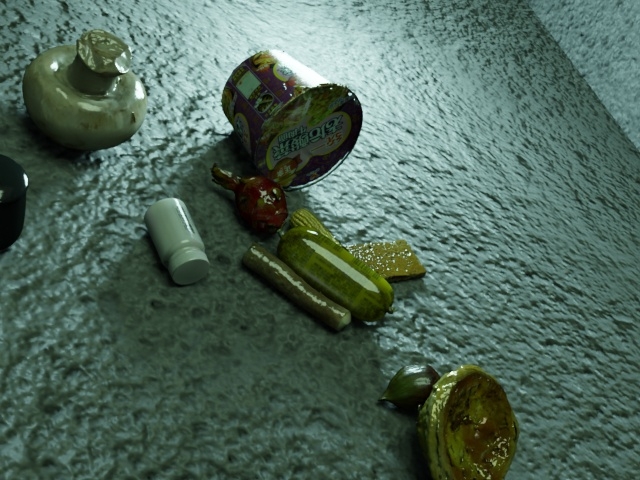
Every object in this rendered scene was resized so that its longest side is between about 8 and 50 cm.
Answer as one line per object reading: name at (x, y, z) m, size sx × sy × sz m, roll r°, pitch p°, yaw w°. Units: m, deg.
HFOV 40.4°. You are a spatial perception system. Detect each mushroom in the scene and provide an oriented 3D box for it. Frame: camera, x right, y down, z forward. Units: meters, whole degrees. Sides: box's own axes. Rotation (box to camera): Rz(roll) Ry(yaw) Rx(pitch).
mushroom at (-0.549, -0.373, 2.071) m, size 0.298 × 0.290 × 0.297 m, roll 18°, pitch 41°, yaw -16°

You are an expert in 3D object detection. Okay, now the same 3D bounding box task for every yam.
yam at (-0.056, 0.111, 2.041) m, size 0.300 × 0.066 × 0.066 m, roll 36°, pitch 39°, yaw 7°

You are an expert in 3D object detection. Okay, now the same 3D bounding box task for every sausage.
sausage at (0.033, 0.079, 2.084) m, size 0.347 × 0.123 × 0.123 m, roll 36°, pitch 39°, yaw 7°

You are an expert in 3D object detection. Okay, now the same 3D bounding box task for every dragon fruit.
dragon fruit at (-0.180, -0.116, 2.166) m, size 0.246 × 0.125 × 0.125 m, roll 32°, pitch 41°, yaw 13°

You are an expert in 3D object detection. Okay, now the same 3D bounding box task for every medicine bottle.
medicine bottle at (-0.323, 0.001, 1.960) m, size 0.103 × 0.102 × 0.186 m, roll -4°, pitch 50°, yaw -35°

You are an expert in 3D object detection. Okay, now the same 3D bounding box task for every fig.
fig at (0.196, 0.333, 1.944) m, size 0.155 × 0.109 × 0.103 m, roll -16°, pitch 76°, yaw -10°

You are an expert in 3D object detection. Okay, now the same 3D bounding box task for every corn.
corn at (0.000, 0.000, 2.193) m, size 0.203 × 0.072 × 0.072 m, roll 46°, pitch 41°, yaw 17°

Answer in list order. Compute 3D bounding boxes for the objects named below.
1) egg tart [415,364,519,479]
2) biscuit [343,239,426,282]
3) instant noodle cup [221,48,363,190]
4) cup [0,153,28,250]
egg tart at (0.303, 0.413, 1.862) m, size 0.290 × 0.115 × 0.290 m, roll 8°, pitch 77°, yaw -37°
biscuit at (0.163, 0.057, 2.266) m, size 0.231 × 0.025 × 0.131 m, roll -5°, pitch 50°, yaw -35°
instant noodle cup at (-0.094, -0.342, 2.319) m, size 0.340 × 0.339 × 0.266 m, roll -9°, pitch 45°, yaw -38°
cup at (-0.687, -0.064, 1.746) m, size 0.169 × 0.176 × 0.223 m, roll 30°, pitch 38°, yaw -6°
